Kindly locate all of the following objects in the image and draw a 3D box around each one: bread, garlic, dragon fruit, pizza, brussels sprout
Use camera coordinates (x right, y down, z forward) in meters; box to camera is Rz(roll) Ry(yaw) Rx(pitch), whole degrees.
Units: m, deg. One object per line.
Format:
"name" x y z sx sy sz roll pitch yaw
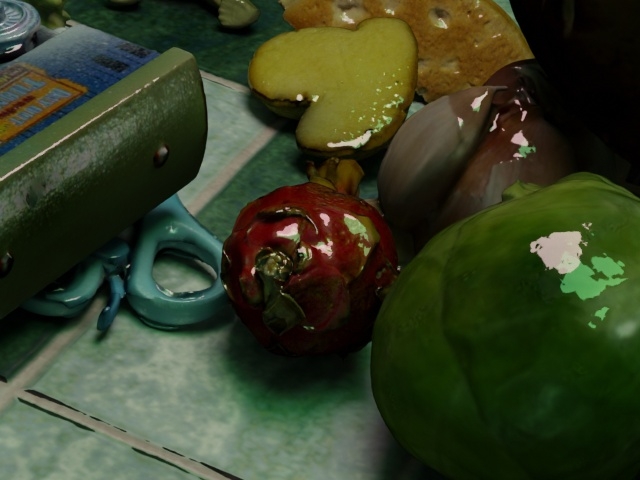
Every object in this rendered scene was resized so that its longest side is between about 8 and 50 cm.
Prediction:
"bread" 0.009 -0.119 1.622 0.149 0.065 0.188 2 44 9
"garlic" 0.153 -0.041 1.467 0.214 0.191 0.160 -7 60 -50
"dragon fruit" 0.000 0.000 1.357 0.125 0.125 0.246 3 30 4
"pizza" 0.083 -0.189 1.721 0.246 0.127 0.058 4 9 -3
"brussels sprout" 0.147 0.064 1.232 0.244 0.244 0.244 11 31 -7

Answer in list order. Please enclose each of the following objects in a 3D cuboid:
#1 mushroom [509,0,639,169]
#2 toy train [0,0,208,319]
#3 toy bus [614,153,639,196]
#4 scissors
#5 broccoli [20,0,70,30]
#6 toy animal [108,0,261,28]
"mushroom" 0.301 -0.188 1.354 0.356 0.334 0.331 16 46 -34
"toy train" -0.231 -0.062 1.309 0.202 0.131 0.299 23 42 28
"toy bus" 0.365 -0.093 1.655 0.289 0.139 0.157 16 34 -3
"scissors" -0.149 -0.046 1.457 0.180 0.032 0.393 11 32 -7
"broccoli" -0.354 -0.237 1.437 0.347 0.281 0.293 16 30 2
"toy animal" -0.159 -0.268 1.772 0.218 0.103 0.101 9 12 -5
